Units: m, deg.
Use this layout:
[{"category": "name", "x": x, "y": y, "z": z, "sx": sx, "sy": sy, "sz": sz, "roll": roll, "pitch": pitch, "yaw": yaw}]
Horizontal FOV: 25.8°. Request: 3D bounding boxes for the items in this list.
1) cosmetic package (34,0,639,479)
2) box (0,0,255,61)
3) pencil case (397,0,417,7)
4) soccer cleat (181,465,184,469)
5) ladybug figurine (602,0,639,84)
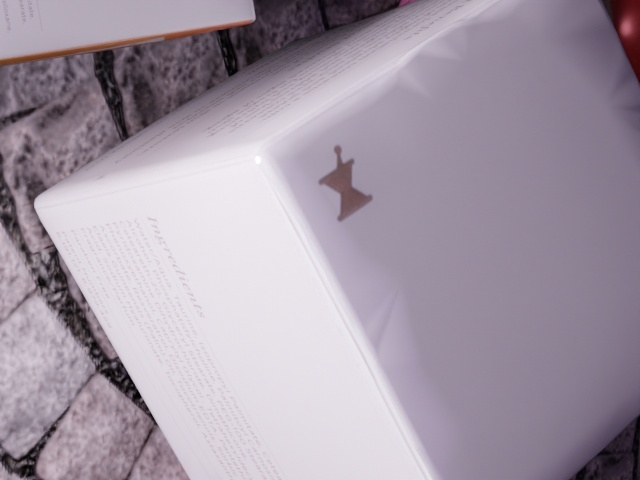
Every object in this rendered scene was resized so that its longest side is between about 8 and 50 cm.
[{"category": "cosmetic package", "x": 0.040, "y": 0.013, "z": 1.125, "sx": 0.329, "sy": 0.393, "sz": 0.327, "roll": -35, "pitch": 105, "yaw": -29}, {"category": "box", "x": -0.250, "y": -0.201, "z": 0.963, "sx": 0.345, "sy": 0.215, "sz": 0.168, "roll": -18, "pitch": 102, "yaw": -43}, {"category": "pencil case", "x": 0.186, "y": -0.276, "z": 1.487, "sx": 0.160, "sy": 0.167, "sz": 0.386, "roll": 86, "pitch": 27, "yaw": -66}, {"category": "soccer cleat", "x": -0.087, "y": 0.315, "z": 1.309, "sx": 0.095, "sy": 0.083, "sz": 0.248, "roll": 0, "pitch": 96, "yaw": -20}, {"category": "ladybug figurine", "x": 0.480, "y": -0.210, "z": 1.765, "sx": 0.449, "sy": 0.162, "sz": 0.305, "roll": 54, "pitch": 56, "yaw": -27}]
